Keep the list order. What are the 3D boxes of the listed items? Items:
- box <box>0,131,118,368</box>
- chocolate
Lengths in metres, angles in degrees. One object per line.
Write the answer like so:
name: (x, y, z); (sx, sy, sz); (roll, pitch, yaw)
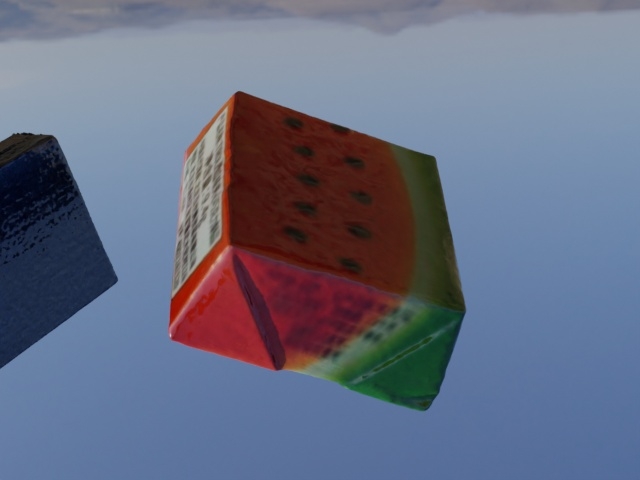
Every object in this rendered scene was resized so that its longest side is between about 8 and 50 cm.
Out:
box: (-0.469, 0.020, 1.533); (0.116, 0.261, 0.279); (7, -145, 39)
chocolate: (0.000, 0.000, 1.322); (0.341, 0.161, 0.360); (17, -142, -17)
